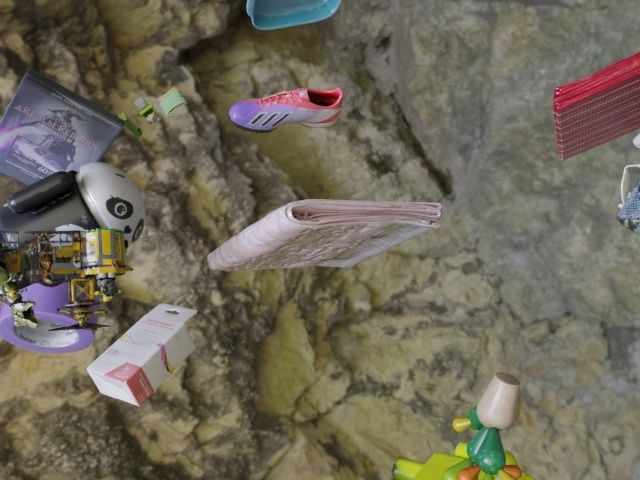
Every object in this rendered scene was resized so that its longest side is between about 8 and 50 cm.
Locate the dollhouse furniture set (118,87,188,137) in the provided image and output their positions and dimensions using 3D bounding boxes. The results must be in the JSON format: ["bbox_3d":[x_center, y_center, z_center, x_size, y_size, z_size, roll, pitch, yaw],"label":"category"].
[{"bbox_3d":[-0.391,-0.312,1.473,0.058,0.151,0.076,50,-176,-45],"label":"dollhouse furniture set"}]

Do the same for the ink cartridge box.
[{"bbox_3d":[-0.319,0.207,1.184,0.198,0.115,0.067,-47,-49,-40],"label":"ink cartridge box"}]

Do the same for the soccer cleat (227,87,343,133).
[{"bbox_3d":[-0.090,-0.362,1.694,0.116,0.318,0.109,121,138,-56],"label":"soccer cleat"}]

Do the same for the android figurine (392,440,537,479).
[{"bbox_3d":[0.205,0.383,0.913,0.248,0.272,0.056,-27,-71,-45],"label":"android figurine"}]

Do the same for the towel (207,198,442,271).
[{"bbox_3d":[0.000,0.000,1.124,0.317,0.332,0.053,-1,-105,-31],"label":"towel"}]

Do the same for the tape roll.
[{"bbox_3d":[-0.562,0.159,1.312,0.189,0.189,0.080,45,-147,-48],"label":"tape roll"}]

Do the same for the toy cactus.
[{"bbox_3d":[0.232,0.268,0.845,0.219,0.112,0.181,-32,-42,-67],"label":"toy cactus"}]

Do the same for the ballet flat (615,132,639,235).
[{"bbox_3d":[0.411,-0.098,0.781,0.070,0.070,0.188,-61,-18,-71],"label":"ballet flat"}]

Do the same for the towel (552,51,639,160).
[{"bbox_3d":[0.456,-0.210,0.970,0.275,0.198,0.031,25,-135,-66],"label":"towel"}]

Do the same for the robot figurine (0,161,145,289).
[{"bbox_3d":[-0.451,-0.023,1.131,0.174,0.278,0.209,62,174,-9],"label":"robot figurine"}]

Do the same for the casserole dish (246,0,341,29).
[{"bbox_3d":[-0.040,-0.407,1.028,0.037,0.188,0.114,59,154,26],"label":"casserole dish"}]

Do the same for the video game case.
[{"bbox_3d":[-0.546,-0.198,1.279,0.196,0.274,0.026,29,-139,-27],"label":"video game case"}]

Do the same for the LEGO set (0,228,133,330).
[{"bbox_3d":[-0.439,0.095,0.919,0.331,0.255,0.192,1,-100,-39],"label":"LEGO set"}]
